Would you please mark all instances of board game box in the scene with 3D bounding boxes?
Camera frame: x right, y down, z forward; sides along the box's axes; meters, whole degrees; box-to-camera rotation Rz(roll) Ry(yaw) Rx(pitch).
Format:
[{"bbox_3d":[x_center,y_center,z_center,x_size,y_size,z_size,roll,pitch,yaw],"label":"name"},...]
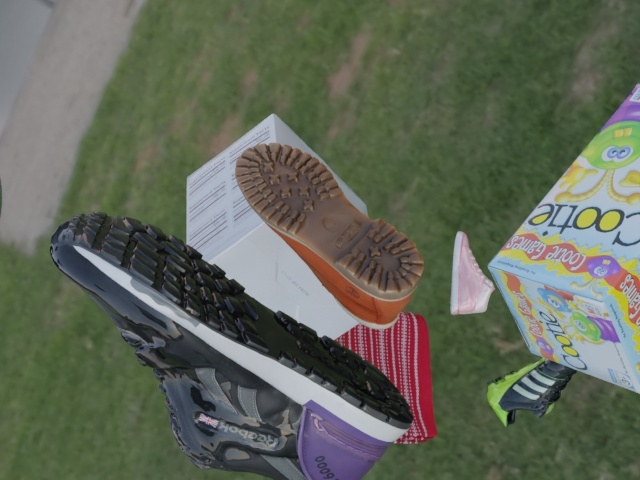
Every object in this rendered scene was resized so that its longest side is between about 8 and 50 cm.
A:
[{"bbox_3d":[0.322,-0.008,1.237,0.142,0.144,0.275,20,60,46],"label":"board game box"}]

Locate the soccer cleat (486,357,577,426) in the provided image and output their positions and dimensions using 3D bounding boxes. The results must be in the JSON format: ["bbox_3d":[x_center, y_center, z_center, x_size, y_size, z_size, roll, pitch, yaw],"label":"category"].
[{"bbox_3d":[0.298,0.187,1.612,0.179,0.060,0.072,-34,77,36],"label":"soccer cleat"}]

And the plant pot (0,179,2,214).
[{"bbox_3d":[-0.496,-0.039,1.401,0.196,0.293,0.293,26,94,61],"label":"plant pot"}]

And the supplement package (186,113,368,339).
[{"bbox_3d":[-0.047,-0.001,1.480,0.149,0.194,0.203,-34,33,20],"label":"supplement package"}]

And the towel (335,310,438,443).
[{"bbox_3d":[0.087,0.191,1.757,0.031,0.275,0.199,-11,77,32],"label":"towel"}]

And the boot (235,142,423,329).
[{"bbox_3d":[0.000,0.000,0.853,0.059,0.158,0.084,-41,-19,-21],"label":"boot"}]

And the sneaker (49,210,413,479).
[{"bbox_3d":[-0.081,0.097,0.850,0.124,0.283,0.107,-52,14,14],"label":"sneaker"}]

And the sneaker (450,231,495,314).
[{"bbox_3d":[0.244,0.053,1.956,0.051,0.070,0.134,59,-146,-78],"label":"sneaker"}]
